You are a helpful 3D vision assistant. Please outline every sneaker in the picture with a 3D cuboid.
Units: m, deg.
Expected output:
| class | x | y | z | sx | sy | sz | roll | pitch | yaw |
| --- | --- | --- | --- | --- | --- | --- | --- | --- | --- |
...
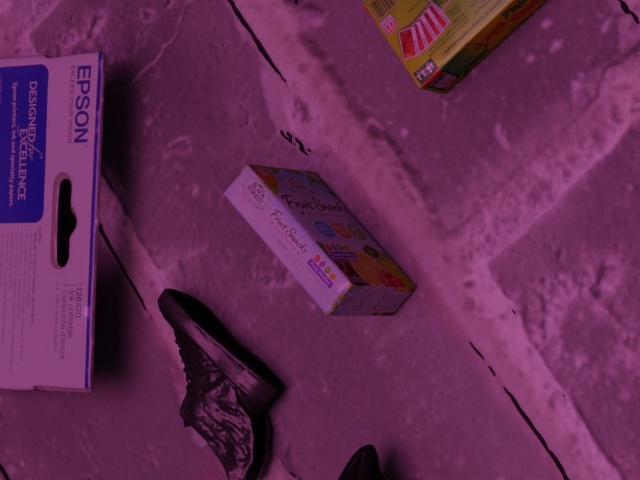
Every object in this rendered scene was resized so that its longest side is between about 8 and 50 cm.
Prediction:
| class | x | y | z | sx | sy | sz | roll | pitch | yaw |
| --- | --- | --- | --- | --- | --- | --- | --- | --- | --- |
| sneaker | -0.097 | 0.123 | 1.558 | 0.170 | 0.051 | 0.089 | 41 | 104 | 24 |

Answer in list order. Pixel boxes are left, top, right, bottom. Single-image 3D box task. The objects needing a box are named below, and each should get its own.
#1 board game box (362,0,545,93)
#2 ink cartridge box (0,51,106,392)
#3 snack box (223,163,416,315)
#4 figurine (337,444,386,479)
| class | x | y | z | sx | sy | sz | roll | pitch | yaw |
| --- | --- | --- | --- | --- | --- | --- | --- | --- | --- |
| board game box | 0.127 | -0.209 | 1.439 | 0.181 | 0.043 | 0.092 | -42 | 67 | 24 |
| ink cartridge box | -0.306 | -0.014 | 1.694 | 0.307 | 0.072 | 0.303 | 0 | 86 | 30 |
| snack box | 0.000 | 0.000 | 1.474 | 0.141 | 0.100 | 0.037 | 49 | 112 | 25 |
| figurine | 0.042 | 0.298 | 1.419 | 0.215 | 0.092 | 0.209 | 39 | 92 | 26 |
